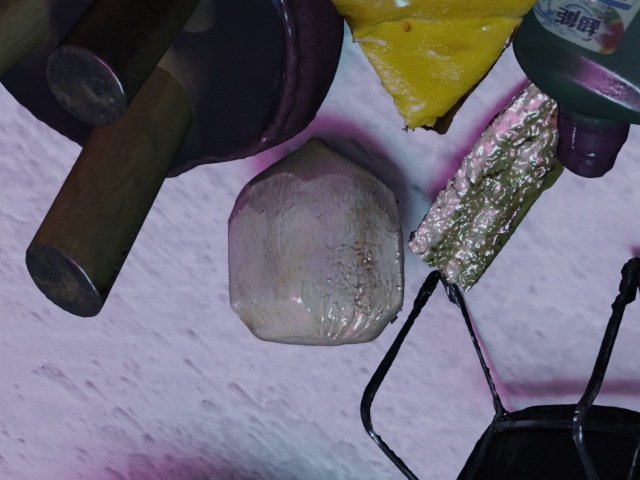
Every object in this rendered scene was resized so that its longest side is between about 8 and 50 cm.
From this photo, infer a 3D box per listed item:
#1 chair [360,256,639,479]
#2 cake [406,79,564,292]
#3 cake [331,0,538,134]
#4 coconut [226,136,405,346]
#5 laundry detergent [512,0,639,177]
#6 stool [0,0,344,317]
[{"bbox_3d":[0.140,0.137,1.064,0.140,0.145,0.221,-2,127,30],"label":"chair"},{"bbox_3d":[0.099,-0.030,1.006,0.051,0.055,0.140,36,134,5],"label":"cake"},{"bbox_3d":[0.072,-0.120,0.901,0.116,0.080,0.185,-8,154,18],"label":"cake"},{"bbox_3d":[0.000,0.000,1.051,0.110,0.125,0.110,2,172,0],"label":"coconut"},{"bbox_3d":[0.161,-0.117,0.877,0.144,0.078,0.222,17,133,16],"label":"laundry detergent"},{"bbox_3d":[-0.141,-0.115,0.944,0.272,0.178,0.272,22,139,21],"label":"stool"}]
